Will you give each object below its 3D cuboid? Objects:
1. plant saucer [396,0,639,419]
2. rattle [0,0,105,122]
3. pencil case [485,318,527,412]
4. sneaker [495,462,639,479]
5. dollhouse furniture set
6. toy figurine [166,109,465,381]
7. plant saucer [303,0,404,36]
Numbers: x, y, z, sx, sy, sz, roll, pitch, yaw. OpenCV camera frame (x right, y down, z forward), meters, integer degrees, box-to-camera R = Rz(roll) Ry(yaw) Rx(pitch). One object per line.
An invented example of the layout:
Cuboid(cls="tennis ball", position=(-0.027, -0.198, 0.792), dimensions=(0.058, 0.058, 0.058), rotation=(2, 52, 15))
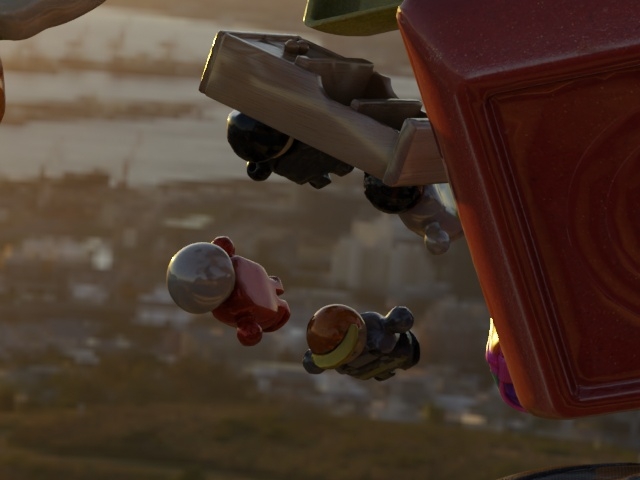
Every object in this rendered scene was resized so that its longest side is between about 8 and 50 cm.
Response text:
Cuboid(cls="plant saucer", position=(0.190, -0.020, 0.916), dimensions=(0.259, 0.258, 0.048), rotation=(-11, 31, 16))
Cuboid(cls="rattle", position=(-0.143, -0.168, 1.183), dimensions=(0.130, 0.143, 0.199), rotation=(15, 48, 38))
Cuboid(cls="pencil case", position=(0.192, 0.040, 1.624), dimensions=(0.104, 0.104, 0.236), rotation=(5, 37, 3))
Cuboid(cls="sneaker", position=(0.120, 0.084, 0.576), dimensions=(0.188, 0.066, 0.071), rotation=(-2, -35, -6))
Cuboid(cls="dollhouse furniture set", position=(0.048, -0.176, 1.206), dimensions=(0.161, 0.242, 0.212), rotation=(27, 17, 27))
Cuboid(cls="toy figurine", position=(0.000, 0.000, 1.570), dimensions=(0.209, 0.213, 0.148), rotation=(25, -1, 31))
Cuboid(cls="plant saucer", position=(0.093, -0.226, 1.453), dimensions=(0.188, 0.045, 0.188), rotation=(-9, 45, 22))
